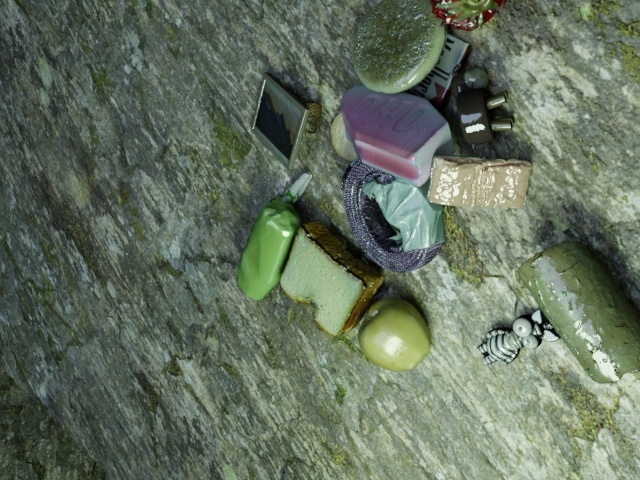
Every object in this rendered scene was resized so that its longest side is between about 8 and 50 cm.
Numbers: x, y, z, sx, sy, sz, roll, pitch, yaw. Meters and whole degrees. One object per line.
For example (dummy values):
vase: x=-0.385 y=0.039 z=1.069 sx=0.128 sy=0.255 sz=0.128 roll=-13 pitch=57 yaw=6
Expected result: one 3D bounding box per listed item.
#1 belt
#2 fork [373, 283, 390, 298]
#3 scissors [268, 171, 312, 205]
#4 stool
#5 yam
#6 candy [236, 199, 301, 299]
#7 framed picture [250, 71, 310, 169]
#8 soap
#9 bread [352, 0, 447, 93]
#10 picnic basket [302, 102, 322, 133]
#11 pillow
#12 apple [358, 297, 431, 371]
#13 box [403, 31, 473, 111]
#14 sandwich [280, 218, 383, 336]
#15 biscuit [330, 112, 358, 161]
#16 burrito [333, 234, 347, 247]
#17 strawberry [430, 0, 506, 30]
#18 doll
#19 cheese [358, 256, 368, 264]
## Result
belt: x=0.189 y=-0.076 z=1.740 sx=0.260 sy=0.122 sz=0.325 roll=-25 pitch=86 yaw=46
fork: x=0.160 y=0.155 z=1.896 sx=0.115 sy=0.016 sz=0.012 roll=-43 pitch=51 yaw=39
scissors: x=-0.083 y=-0.131 z=2.014 sx=0.101 sy=0.027 sz=0.204 roll=51 pitch=129 yaw=12
stool: x=0.366 y=-0.312 z=1.535 sx=0.121 sy=0.125 sz=0.217 roll=-14 pitch=73 yaw=24
yam: x=0.572 y=0.146 z=1.447 sx=0.168 sy=0.168 sz=0.304 roll=-42 pitch=74 yaw=39
candy: x=-0.156 y=0.035 z=2.041 sx=0.142 sy=0.132 sz=0.344 roll=34 pitch=130 yaw=9
framed picture: x=-0.122 y=-0.346 z=1.943 sx=0.265 sy=0.018 sz=0.192 roll=48 pitch=131 yaw=43
soap: x=0.172 y=-0.271 z=1.640 sx=0.323 sy=0.193 sz=0.109 roll=29 pitch=153 yaw=41
bread: x=0.182 y=-0.482 z=1.632 sx=0.266 sy=0.040 sz=0.267 roll=-9 pitch=75 yaw=38
picnic basket: x=-0.029 y=-0.340 z=1.880 sx=0.072 sy=0.072 sz=0.084 roll=3 pitch=94 yaw=39
pillow: x=0.363 y=-0.131 z=1.539 sx=0.232 sy=0.043 sz=0.126 roll=3 pitch=122 yaw=-2
apple: x=0.194 y=0.252 z=1.784 sx=0.200 sy=0.200 sz=0.200 roll=12 pitch=109 yaw=37
box: x=0.282 y=-0.414 z=1.623 sx=0.115 sy=0.035 sz=0.178 roll=39 pitch=123 yaw=27
sandwich: x=0.021 y=0.118 z=1.897 sx=0.273 sy=0.095 sz=0.249 roll=41 pitch=127 yaw=22
biscuit: x=0.088 y=-0.286 z=1.833 sx=0.152 sy=0.020 sz=0.152 roll=12 pitch=109 yaw=38
burrito: x=-0.001 y=0.000 z=1.969 sx=0.188 sy=0.045 sz=0.058 roll=11 pitch=99 yaw=40
strawberry: x=0.312 y=-0.570 z=1.477 sx=0.184 sy=0.186 sz=0.202 roll=118 pitch=149 yaw=-58
doll: x=0.470 y=0.238 z=1.623 sx=0.219 sy=0.067 sz=0.091 roll=-38 pitch=73 yaw=38
cheese: x=0.076 y=0.113 z=1.938 sx=0.097 sy=0.037 sz=0.192 roll=54 pitch=130 yaw=14
